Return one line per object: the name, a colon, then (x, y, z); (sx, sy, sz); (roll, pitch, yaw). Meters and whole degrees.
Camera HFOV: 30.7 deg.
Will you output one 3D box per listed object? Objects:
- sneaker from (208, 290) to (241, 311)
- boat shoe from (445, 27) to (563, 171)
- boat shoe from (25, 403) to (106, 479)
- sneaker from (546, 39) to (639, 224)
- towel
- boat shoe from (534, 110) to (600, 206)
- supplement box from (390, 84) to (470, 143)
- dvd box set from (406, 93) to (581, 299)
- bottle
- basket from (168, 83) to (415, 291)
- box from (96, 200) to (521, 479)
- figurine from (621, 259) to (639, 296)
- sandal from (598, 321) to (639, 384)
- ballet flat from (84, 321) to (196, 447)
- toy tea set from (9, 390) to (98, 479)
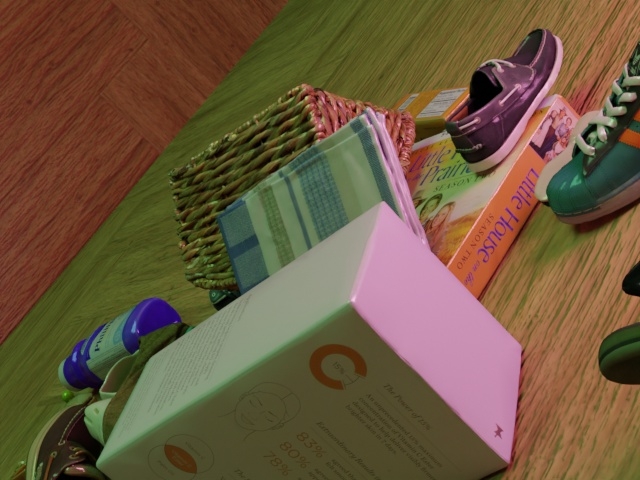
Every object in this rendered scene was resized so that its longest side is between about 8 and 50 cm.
sneaker: (-0.084, 0.070, 1.725); (0.163, 0.086, 0.226); (-50, 24, 13)
boat shoe: (0.224, -0.187, 1.407); (0.084, 0.079, 0.233); (-19, 30, 53)
boat shoe: (-0.349, 0.353, 1.646); (0.123, 0.123, 0.342); (-22, 25, 22)
sneaker: (0.336, -0.146, 1.188); (0.302, 0.121, 0.108); (-41, 18, 14)
towel: (0.000, 0.000, 1.360); (0.034, 0.209, 0.285); (-3, -21, -48)
boat shoe: (0.286, -0.085, 1.303); (0.049, 0.042, 0.133); (13, 57, 46)
supplement box: (0.170, -0.167, 1.686); (0.080, 0.078, 0.233); (-45, 18, -11)
dvd box set: (0.115, 0.014, 1.426); (0.420, 0.062, 0.307); (-54, 20, -25)
bottle: (-0.359, 0.193, 2.037); (0.283, 0.092, 0.118); (-29, 25, 42)
basket: (-0.020, -0.042, 1.554); (0.299, 0.223, 0.214); (-29, 66, 37)
box: (-0.010, 0.159, 1.126); (0.345, 0.215, 0.168); (-34, 20, 31)
figurine: (0.354, -0.014, 0.852); (0.215, 0.092, 0.209); (-28, 6, -22)
sandal: (0.298, 0.099, 0.757); (0.302, 0.120, 0.086); (0, 83, 58)
ballet flat: (-0.266, 0.229, 1.681); (0.124, 0.116, 0.342); (-8, 28, 13)
toy tea set: (-0.484, 0.352, 1.829); (0.200, 0.124, 0.336); (-33, 9, 46)
